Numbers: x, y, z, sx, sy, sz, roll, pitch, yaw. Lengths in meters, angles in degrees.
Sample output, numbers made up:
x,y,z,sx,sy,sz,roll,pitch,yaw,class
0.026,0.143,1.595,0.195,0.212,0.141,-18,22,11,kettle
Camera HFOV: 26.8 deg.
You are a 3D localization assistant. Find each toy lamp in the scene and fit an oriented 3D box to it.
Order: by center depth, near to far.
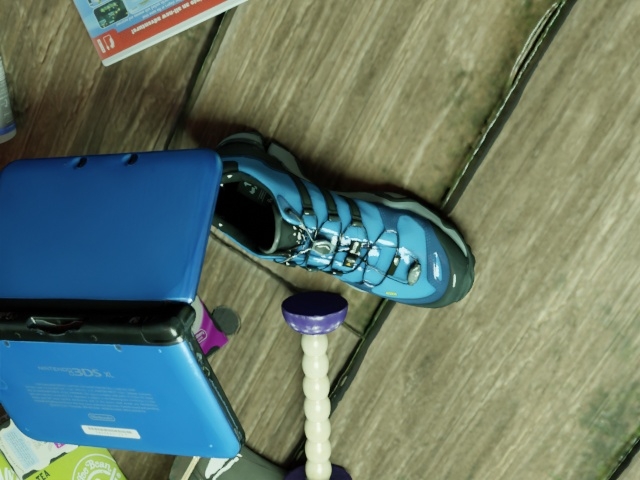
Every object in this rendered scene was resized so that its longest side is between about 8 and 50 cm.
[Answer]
x,y,z,sx,sy,sz,roll,pitch,yaw,class
-0.004,0.192,1.431,0.080,0.080,0.275,8,110,22,toy lamp

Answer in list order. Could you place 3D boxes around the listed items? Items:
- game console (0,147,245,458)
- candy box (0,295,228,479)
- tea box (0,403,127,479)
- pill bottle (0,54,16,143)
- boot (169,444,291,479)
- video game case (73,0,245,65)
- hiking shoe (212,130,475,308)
x,y,z,sx,sy,sz,roll,pitch,yaw,class
-0.201,0.063,1.326,0.293,0.173,0.250,0,128,33,game console
-0.233,0.161,1.477,0.233,0.159,0.071,-34,92,31,candy box
-0.375,0.384,1.533,0.220,0.329,0.323,-32,95,32,tea box
-0.381,-0.173,1.459,0.078,0.078,0.137,1,111,25,pill bottle
-0.118,0.318,1.520,0.137,0.077,0.198,26,106,9,boot
-0.198,-0.340,1.337,0.204,0.025,0.285,-19,101,30,video game case
0.000,0.000,1.316,0.304,0.132,0.113,23,119,16,hiking shoe
